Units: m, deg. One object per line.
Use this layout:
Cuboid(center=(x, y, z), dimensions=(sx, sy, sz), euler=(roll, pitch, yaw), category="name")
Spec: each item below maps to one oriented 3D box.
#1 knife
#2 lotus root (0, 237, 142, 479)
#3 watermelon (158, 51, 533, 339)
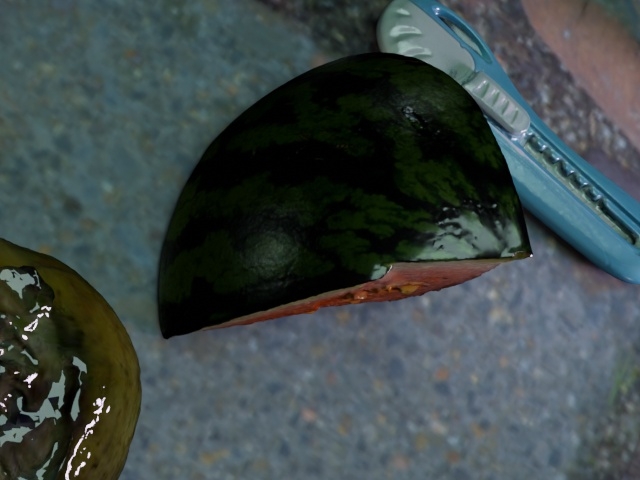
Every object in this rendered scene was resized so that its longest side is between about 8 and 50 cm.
Cuboid(center=(0.117, -0.056, 1.105), dimensions=(0.222, 0.031, 0.064), euler=(42, 58, -12), category="knife")
Cuboid(center=(-0.171, 0.070, 0.899), dimensions=(0.203, 0.078, 0.183), euler=(16, 69, -21), category="lotus root")
Cuboid(center=(-0.005, -0.015, 0.991), dimensions=(0.145, 0.193, 0.137), euler=(-6, 124, -27), category="watermelon")
